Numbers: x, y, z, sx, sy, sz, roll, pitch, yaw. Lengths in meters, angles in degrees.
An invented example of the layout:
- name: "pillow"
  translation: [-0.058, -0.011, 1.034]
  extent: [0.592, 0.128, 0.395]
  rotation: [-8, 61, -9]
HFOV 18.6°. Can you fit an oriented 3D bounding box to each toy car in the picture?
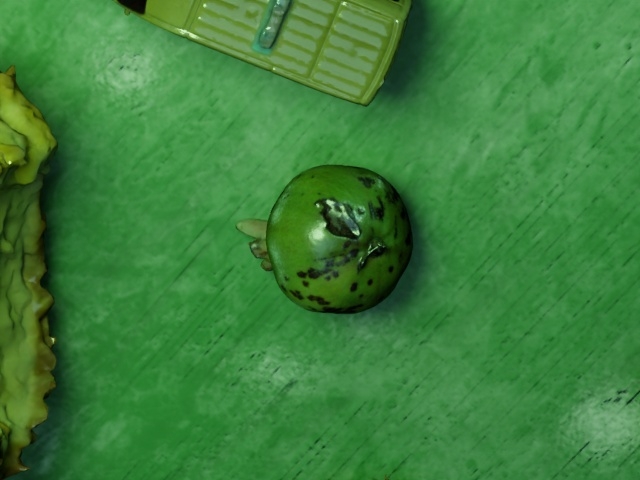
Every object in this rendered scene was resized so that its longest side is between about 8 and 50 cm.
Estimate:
- name: "toy car"
  translation: [-0.060, -0.189, 1.448]
  extent: [0.256, 0.124, 0.101]
  rotation: [21, 109, -8]

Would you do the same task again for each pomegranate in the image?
- name: "pomegranate"
  translation: [0.000, 0.000, 1.539]
  extent: [0.161, 0.122, 0.122]
  rotation: [-1, 117, 43]

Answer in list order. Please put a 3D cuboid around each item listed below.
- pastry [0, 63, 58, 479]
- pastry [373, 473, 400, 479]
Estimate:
- name: "pastry"
  translation: [-0.377, 0.027, 1.459]
  extent: [0.337, 0.292, 0.405]
  rotation: [10, 121, 9]
- name: "pastry"
  translation: [0.017, 0.244, 1.654]
  extent: [0.169, 0.063, 0.087]
  rotation: [-10, 120, 0]
